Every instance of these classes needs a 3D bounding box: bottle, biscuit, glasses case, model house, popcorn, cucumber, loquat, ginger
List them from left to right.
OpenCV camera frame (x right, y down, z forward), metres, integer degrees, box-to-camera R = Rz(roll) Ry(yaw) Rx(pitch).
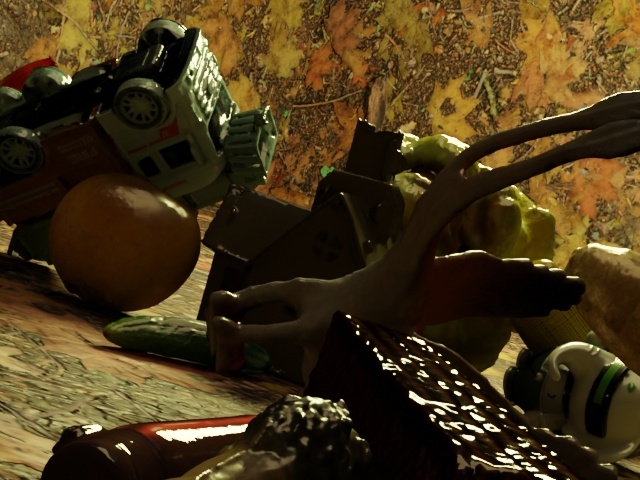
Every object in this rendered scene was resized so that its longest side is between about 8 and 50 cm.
[{"bbox_3d":[-0.184,0.003,1.306,0.141,0.141,0.141,17,3,-1],"label":"loquat"},{"bbox_3d":[-0.069,0.111,0.656,0.060,0.060,0.164,19,3,25],"label":"bottle"},{"bbox_3d":[-0.104,0.085,1.151,0.168,0.039,0.039,14,4,-28],"label":"cucumber"},{"bbox_3d":[0.000,0.000,1.305,0.204,0.243,0.211,18,3,11],"label":"model house"},{"bbox_3d":[0.042,0.118,0.679,0.073,0.107,0.388,20,3,-7],"label":"biscuit"},{"bbox_3d":[0.134,0.010,1.519,0.276,0.276,0.225,14,36,-50],"label":"popcorn"},{"bbox_3d":[0.267,0.118,1.434,0.234,0.079,0.064,51,19,-21],"label":"glasses case"},{"bbox_3d":[0.343,0.183,1.027,0.348,0.122,0.363,35,13,-20],"label":"ginger"}]

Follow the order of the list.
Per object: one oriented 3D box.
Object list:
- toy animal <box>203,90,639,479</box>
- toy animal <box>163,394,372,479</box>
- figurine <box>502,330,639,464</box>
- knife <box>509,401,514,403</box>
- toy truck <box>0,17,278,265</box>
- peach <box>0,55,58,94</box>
[{"bbox_3d":[0.060,0.042,0.901,0.302,0.284,0.225,-4,45,7],"label":"toy animal"},{"bbox_3d":[-0.048,0.124,0.518,0.069,0.086,0.220,15,20,19],"label":"toy animal"},{"bbox_3d":[0.268,0.152,1.330,0.192,0.126,0.147,18,44,37],"label":"figurine"},{"bbox_3d":[0.229,0.181,1.563,0.014,0.005,0.091,17,2,25],"label":"knife"},{"bbox_3d":[-0.205,-0.091,1.399,0.338,0.133,0.184,-18,-56,21],"label":"toy truck"},{"bbox_3d":[-0.367,-0.134,1.883,0.196,0.226,0.190,18,6,19],"label":"peach"}]
